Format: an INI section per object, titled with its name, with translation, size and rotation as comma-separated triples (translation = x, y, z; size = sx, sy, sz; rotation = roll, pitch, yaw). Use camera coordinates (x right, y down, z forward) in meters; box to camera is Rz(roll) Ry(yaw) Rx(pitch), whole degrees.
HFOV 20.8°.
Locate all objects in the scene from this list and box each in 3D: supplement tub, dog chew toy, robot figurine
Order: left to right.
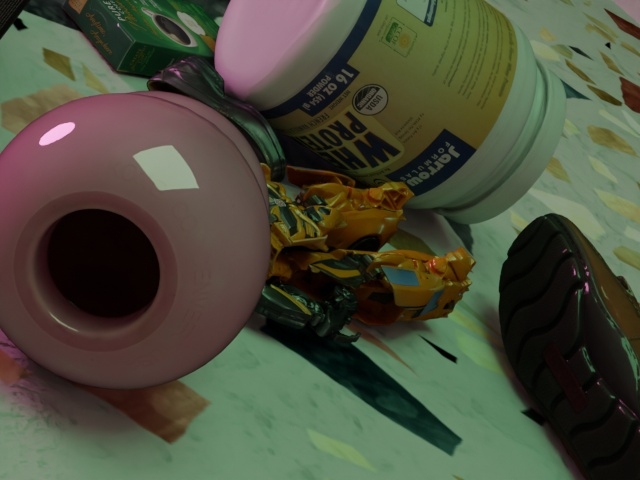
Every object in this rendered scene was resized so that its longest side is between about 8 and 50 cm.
[dog chew toy]
translation = -0.129, -0.018, 1.285
size = 0.206, 0.207, 0.332
rotation = 34, 14, -3
[robot figurine]
translation = 0.000, 0.000, 1.551
size = 0.291, 0.085, 0.211
rotation = 5, 36, -50
[supplement tub]
translation = 0.076, -0.171, 1.780
size = 0.316, 0.228, 0.228
rotation = 31, 22, -29

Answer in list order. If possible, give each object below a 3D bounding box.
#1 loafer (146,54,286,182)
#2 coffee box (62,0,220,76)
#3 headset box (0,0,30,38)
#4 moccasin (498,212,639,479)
[loafer]
translation = -0.100, -0.109, 1.677
size = 0.061, 0.062, 0.170
rotation = -23, 55, -38
[coffee box]
translation = -0.165, -0.210, 1.790
size = 0.184, 0.040, 0.113
rotation = 3, 38, -52
[headset box]
translation = -0.287, -0.312, 1.482
size = 0.110, 0.218, 0.293
rotation = 24, 46, -26
[moccasin]
translation = 0.282, 0.124, 1.629
size = 0.147, 0.139, 0.380
rotation = 18, 29, -38
